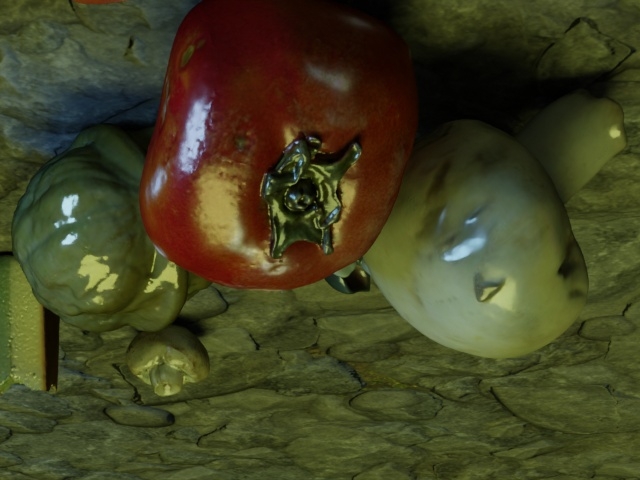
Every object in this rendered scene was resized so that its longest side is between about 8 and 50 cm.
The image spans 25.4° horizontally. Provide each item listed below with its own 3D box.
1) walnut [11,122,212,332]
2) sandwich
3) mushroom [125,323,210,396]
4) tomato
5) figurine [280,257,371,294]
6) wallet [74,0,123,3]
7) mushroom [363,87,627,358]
[{"bbox_3d":[-0.246,-0.017,1.780,0.282,0.253,0.277,8,160,-23],"label":"walnut"},{"bbox_3d":[-0.468,0.145,2.207,0.108,0.186,0.220,0,154,-3],"label":"sandwich"},{"bbox_3d":[-0.258,0.202,2.404,0.148,0.112,0.148,-3,147,-2],"label":"mushroom"},{"bbox_3d":[-0.045,-0.111,1.519,0.293,0.290,0.325,2,118,-18],"label":"tomato"},{"bbox_3d":[-0.004,0.004,1.785,0.193,0.265,0.140,48,125,2],"label":"figurine"},{"bbox_3d":[-0.261,-0.293,1.397,0.142,0.045,0.204,1,165,16],"label":"wallet"},{"bbox_3d":[0.221,-0.033,1.664,0.336,0.314,0.314,-39,158,-14],"label":"mushroom"}]
